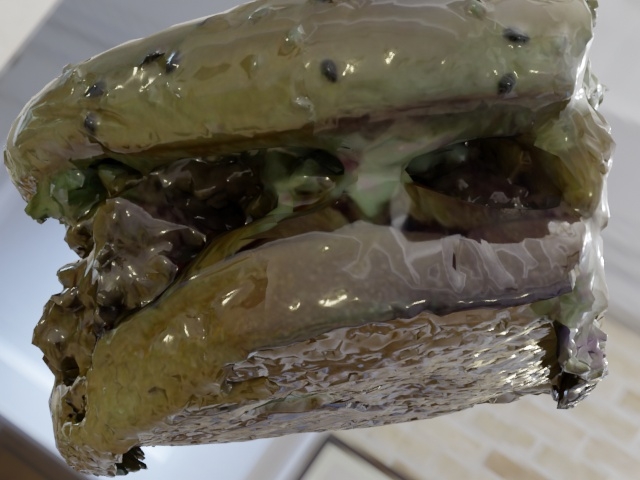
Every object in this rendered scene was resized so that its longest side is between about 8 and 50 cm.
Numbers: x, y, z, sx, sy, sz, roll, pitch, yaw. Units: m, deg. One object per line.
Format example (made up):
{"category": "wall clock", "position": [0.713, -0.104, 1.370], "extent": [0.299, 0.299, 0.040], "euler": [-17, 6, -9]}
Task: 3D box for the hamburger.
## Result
{"category": "hamburger", "position": [0.000, 0.000, 0.795], "extent": [0.277, 0.195, 0.318], "euler": [-7, -9, -2]}
